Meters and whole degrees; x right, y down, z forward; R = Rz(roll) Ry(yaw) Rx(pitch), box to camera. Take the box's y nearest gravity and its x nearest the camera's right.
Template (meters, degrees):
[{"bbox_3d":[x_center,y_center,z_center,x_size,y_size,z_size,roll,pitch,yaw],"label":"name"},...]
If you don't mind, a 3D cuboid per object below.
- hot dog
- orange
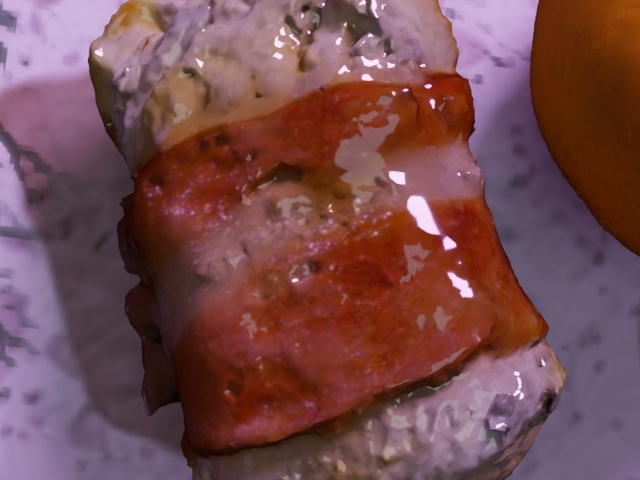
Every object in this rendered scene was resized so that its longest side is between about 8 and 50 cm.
[{"bbox_3d":[0.000,0.000,0.372,0.146,0.103,0.213,-12,84,17],"label":"hot dog"},{"bbox_3d":[0.149,-0.059,0.370,0.155,0.134,0.154,-2,72,5],"label":"orange"}]
